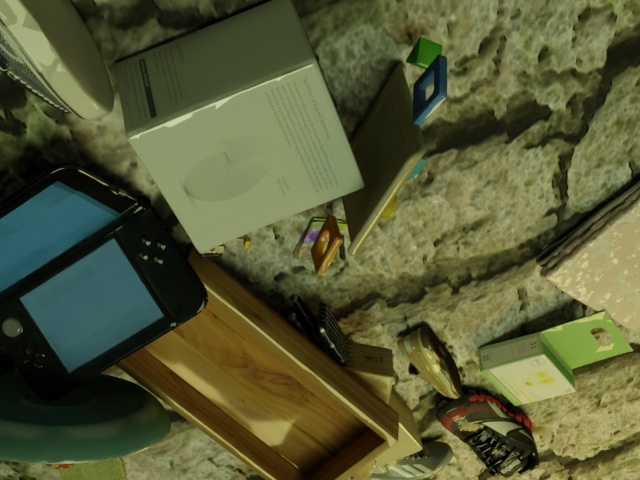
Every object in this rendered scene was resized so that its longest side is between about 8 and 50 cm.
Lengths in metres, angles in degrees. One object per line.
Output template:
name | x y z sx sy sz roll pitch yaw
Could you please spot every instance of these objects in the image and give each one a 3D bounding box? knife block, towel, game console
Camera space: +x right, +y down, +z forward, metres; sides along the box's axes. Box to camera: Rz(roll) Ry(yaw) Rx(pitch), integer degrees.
knife block | -0.013 0.227 1.680 0.242 0.088 0.275 9 115 -2
towel | -0.393 0.386 1.837 0.110 0.027 0.148 -15 138 -6
towel | 0.000 0.000 1.568 0.060 0.009 0.083 5 134 -26
towel | 0.561 0.001 1.759 0.317 0.053 0.332 26 123 -40
game console | -0.338 0.065 1.373 0.293 0.173 0.250 -31 95 15

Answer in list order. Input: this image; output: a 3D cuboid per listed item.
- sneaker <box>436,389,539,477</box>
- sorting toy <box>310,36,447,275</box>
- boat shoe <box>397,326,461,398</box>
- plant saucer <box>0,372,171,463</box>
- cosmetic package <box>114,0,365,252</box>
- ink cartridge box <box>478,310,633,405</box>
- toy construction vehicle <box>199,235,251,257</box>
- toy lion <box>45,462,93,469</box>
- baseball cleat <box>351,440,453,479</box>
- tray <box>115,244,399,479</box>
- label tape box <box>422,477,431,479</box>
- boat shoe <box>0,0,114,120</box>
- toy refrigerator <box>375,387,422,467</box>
sneaker | 0.324 0.370 2.021 0.098 0.135 0.276 -38 135 24
sorting toy | 0.081 -0.098 1.346 0.047 0.196 0.347 18 129 -19
boat shoe | 0.186 0.215 1.853 0.072 0.068 0.190 -18 132 18
plant saucer | -0.369 0.238 1.512 0.318 0.318 0.043 2 100 -23
cosmetic package | -0.092 -0.135 1.279 0.225 0.138 0.224 -20 140 4
ink cartridge box | 0.421 0.214 1.904 0.235 0.056 0.171 -18 142 24
toy construction vehicle | -0.138 -0.021 1.477 0.098 0.035 0.085 -4 127 -22
toy lion | -0.415 0.330 1.749 0.096 0.034 0.100 -3 120 -3
baseball cleat | 0.156 0.418 2.058 0.206 0.072 0.109 -18 134 -7
tray | -0.101 0.208 1.581 0.411 0.076 0.203 41 115 -17
label tape box | 0.101 0.650 2.267 0.348 0.115 0.249 -21 140 0
boat shoe | -0.364 -0.229 1.094 0.158 0.127 0.340 -23 133 14
toy refrigerator | 0.076 0.290 1.867 0.102 0.094 0.269 -25 138 12
